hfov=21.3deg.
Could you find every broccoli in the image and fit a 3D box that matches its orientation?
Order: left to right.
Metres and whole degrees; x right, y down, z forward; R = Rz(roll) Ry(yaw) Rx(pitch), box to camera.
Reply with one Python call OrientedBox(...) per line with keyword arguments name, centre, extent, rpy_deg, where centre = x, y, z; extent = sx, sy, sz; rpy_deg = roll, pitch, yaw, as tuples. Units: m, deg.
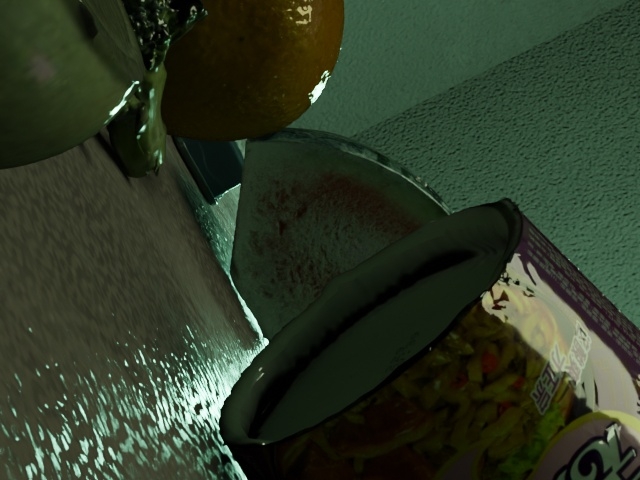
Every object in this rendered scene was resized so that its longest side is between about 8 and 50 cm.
OrientedBox(name="broccoli", centre=(-0.136, -0.112, 1.208), extent=(0.122, 0.118, 0.204), rpy_deg=(33, -28, 22))

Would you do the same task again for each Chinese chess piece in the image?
OrientedBox(name="Chinese chess piece", centre=(-0.164, -0.141, 0.769), extent=(0.238, 0.092, 0.237), rpy_deg=(-25, 90, -87))

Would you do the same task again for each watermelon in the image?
OrientedBox(name="watermelon", centre=(0.000, 0.000, 1.662), extent=(0.320, 0.213, 0.289), rpy_deg=(25, -12, 35))

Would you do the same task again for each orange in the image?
OrientedBox(name="orange", centre=(-0.089, -0.187, 1.396), extent=(0.236, 0.236, 0.236), rpy_deg=(64, 2, -5))

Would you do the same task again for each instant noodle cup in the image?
OrientedBox(name="instant noodle cup", centre=(0.106, 0.152, 1.141), extent=(0.266, 0.340, 0.340), rpy_deg=(52, 6, -15))

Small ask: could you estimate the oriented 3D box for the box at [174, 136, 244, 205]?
OrientedBox(name="box", centre=(-0.116, -0.096, 1.798), extent=(0.074, 0.054, 0.099), rpy_deg=(-110, 175, -52))
